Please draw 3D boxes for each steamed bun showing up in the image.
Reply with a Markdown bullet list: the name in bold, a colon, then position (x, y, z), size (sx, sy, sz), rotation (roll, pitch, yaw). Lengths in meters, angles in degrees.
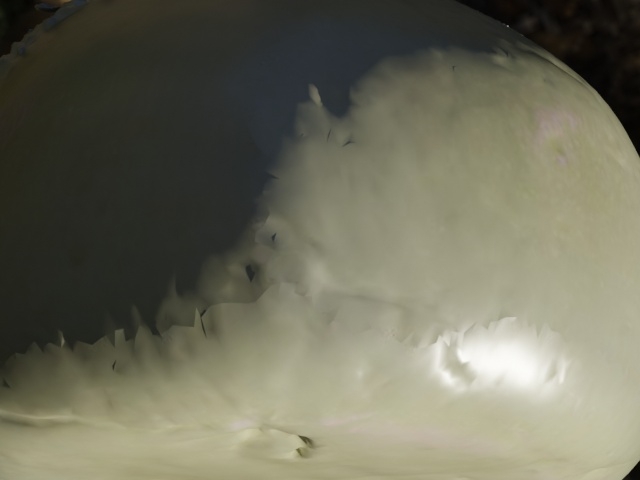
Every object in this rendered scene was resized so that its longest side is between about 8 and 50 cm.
- **steamed bun**: position (0.000, 0.000, 0.857), size (0.334, 0.312, 0.233), rotation (27, 58, -58)
